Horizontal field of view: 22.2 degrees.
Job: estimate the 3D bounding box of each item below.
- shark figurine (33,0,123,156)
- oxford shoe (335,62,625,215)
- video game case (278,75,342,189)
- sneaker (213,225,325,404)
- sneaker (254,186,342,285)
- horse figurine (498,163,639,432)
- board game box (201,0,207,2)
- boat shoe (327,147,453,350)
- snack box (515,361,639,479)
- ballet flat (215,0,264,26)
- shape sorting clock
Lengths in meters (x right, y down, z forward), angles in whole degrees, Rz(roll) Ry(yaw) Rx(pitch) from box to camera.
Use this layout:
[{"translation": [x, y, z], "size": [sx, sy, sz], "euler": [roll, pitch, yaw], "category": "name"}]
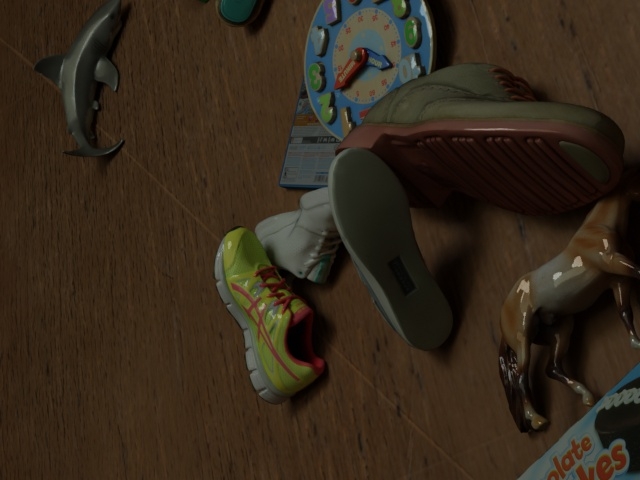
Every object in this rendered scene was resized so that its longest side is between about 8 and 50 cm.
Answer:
[{"translation": [-0.379, -0.228, 2.474], "size": [0.166, 0.116, 0.278], "euler": [-27, 53, 49], "category": "shark figurine"}, {"translation": [0.163, -0.119, 1.605], "size": [0.397, 0.140, 0.146], "euler": [7, 60, 56], "category": "oxford shoe"}, {"translation": [0.004, -0.143, 1.966], "size": [0.119, 0.015, 0.166], "euler": [5, 80, 57], "category": "video game case"}, {"translation": [-0.050, 0.076, 1.869], "size": [0.094, 0.081, 0.209], "euler": [-24, 86, 38], "category": "sneaker"}, {"translation": [0.000, 0.000, 1.870], "size": [0.212, 0.080, 0.094], "euler": [-31, 63, 56], "category": "sneaker"}, {"translation": [0.235, 0.062, 1.496], "size": [0.263, 0.066, 0.174], "euler": [-49, 41, 31], "category": "horse figurine"}, {"translation": [-0.161, -0.421, 2.217], "size": [0.201, 0.136, 0.035], "euler": [-46, 42, 35], "category": "board game box"}, {"translation": [0.060, 0.009, 1.673], "size": [0.227, 0.079, 0.081], "euler": [65, 164, -15], "category": "boat shoe"}, {"translation": [0.246, 0.254, 1.400], "size": [0.322, 0.060, 0.187], "euler": [-51, 39, 31], "category": "snack box"}, {"translation": [-0.078, -0.392, 2.146], "size": [0.232, 0.080, 0.073], "euler": [-62, 5, 12], "category": "ballet flat"}, {"translation": [0.052, -0.210, 1.858], "size": [0.206, 0.040, 0.206], "euler": [3, 95, 45], "category": "shape sorting clock"}]
